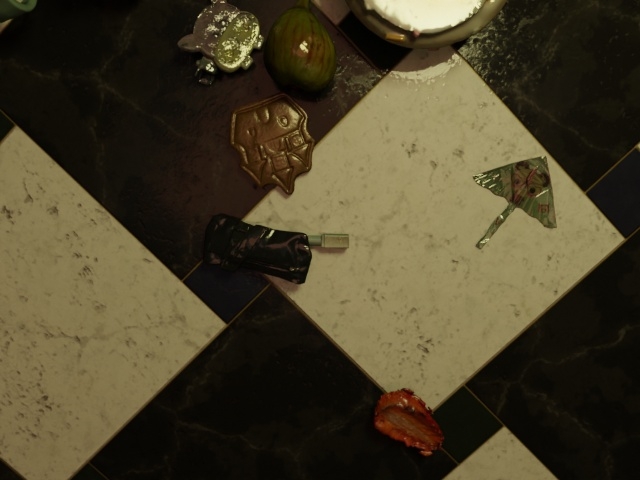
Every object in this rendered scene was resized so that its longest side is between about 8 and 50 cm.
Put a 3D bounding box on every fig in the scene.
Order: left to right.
[{"bbox_3d":[-0.032,-0.435,0.915,0.151,0.151,0.259,8,94,-1],"label":"fig"}]

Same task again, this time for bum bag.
[{"bbox_3d":[-0.142,0.020,1.020,0.248,0.060,0.123,12,99,0],"label":"bum bag"}]

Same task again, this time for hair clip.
[{"bbox_3d":[-0.206,-0.417,0.961,0.146,0.056,0.187,30,94,-11],"label":"hair clip"}]

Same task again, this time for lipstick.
[{"bbox_3d":[0.000,0.000,1.031,0.129,0.030,0.030,1,99,0],"label":"lipstick"}]

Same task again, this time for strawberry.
[{"bbox_3d":[0.208,0.423,1.075,0.188,0.082,0.121,42,116,-15],"label":"strawberry"}]

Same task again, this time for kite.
[{"bbox_3d":[0.438,-0.082,1.029,0.229,0.012,0.250,33,98,-3],"label":"kite"}]

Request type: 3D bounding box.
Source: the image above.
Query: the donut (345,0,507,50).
[{"bbox_3d":[0.204,-0.564,0.892,0.383,0.142,0.382,0,98,-1],"label":"donut"}]

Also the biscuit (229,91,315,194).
[{"bbox_3d":[-0.100,-0.203,1.000,0.182,0.034,0.215,-19,98,3],"label":"biscuit"}]

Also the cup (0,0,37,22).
[{"bbox_3d":[-0.650,-0.625,0.772,0.401,0.392,0.310,41,102,-10],"label":"cup"}]
